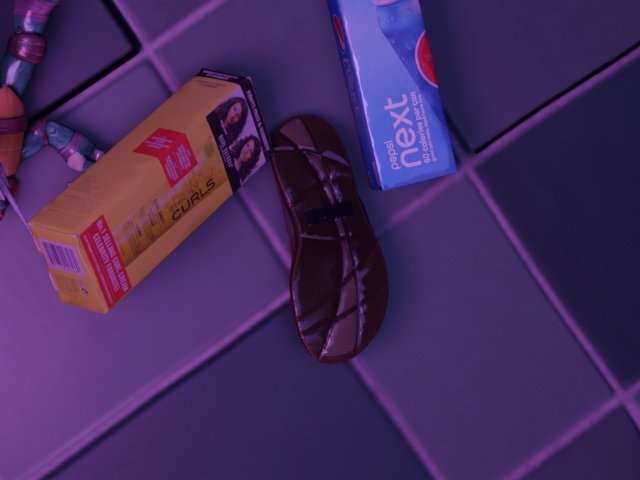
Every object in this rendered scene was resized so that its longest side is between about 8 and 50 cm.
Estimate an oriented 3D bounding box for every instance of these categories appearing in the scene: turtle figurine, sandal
[{"bbox_3d":[-0.259,-0.093,1.520,0.118,0.175,0.234,9,105,23],"label":"turtle figurine"},{"bbox_3d":[0.000,0.000,1.628,0.090,0.060,0.219,-13,80,-13],"label":"sandal"}]

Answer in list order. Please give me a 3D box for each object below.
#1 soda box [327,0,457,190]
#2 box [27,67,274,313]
[{"bbox_3d":[0.059,-0.152,1.621,0.071,0.067,0.210,-14,95,-7],"label":"soda box"},{"bbox_3d":[-0.136,-0.045,1.534,0.232,0.058,0.087,-44,132,-35],"label":"box"}]
